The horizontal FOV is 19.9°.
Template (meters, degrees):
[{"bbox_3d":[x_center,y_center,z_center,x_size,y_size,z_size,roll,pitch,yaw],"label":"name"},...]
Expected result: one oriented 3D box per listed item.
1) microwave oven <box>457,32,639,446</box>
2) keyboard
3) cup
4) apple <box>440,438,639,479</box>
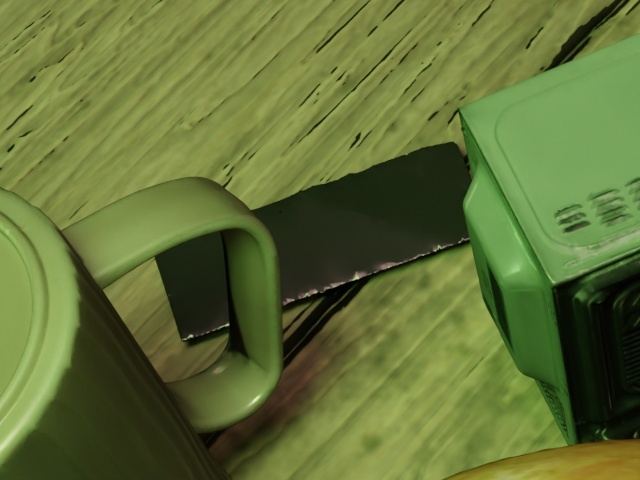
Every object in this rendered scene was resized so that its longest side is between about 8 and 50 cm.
[{"bbox_3d":[0.165,0.008,0.932,0.162,0.208,0.122,-23,57,-2],"label":"microwave oven"},{"bbox_3d":[0.000,0.001,1.093,0.196,0.015,0.074,-20,60,1],"label":"keyboard"},{"bbox_3d":[-0.139,0.115,0.901,0.288,0.273,0.208,-17,50,4],"label":"cup"},{"bbox_3d":[0.101,0.239,0.587,0.364,0.364,0.364,-6,58,10],"label":"apple"}]
